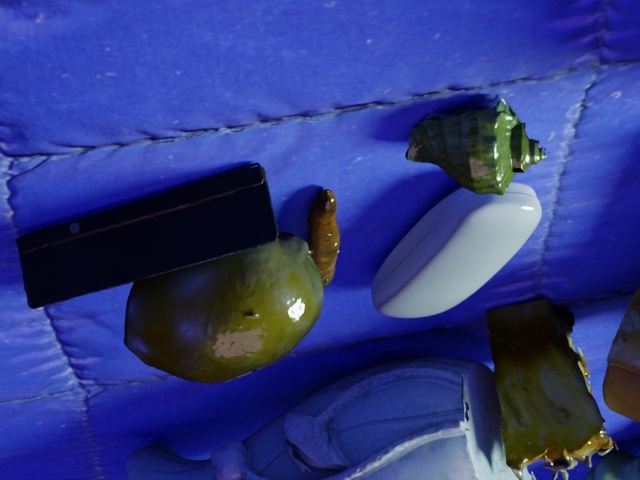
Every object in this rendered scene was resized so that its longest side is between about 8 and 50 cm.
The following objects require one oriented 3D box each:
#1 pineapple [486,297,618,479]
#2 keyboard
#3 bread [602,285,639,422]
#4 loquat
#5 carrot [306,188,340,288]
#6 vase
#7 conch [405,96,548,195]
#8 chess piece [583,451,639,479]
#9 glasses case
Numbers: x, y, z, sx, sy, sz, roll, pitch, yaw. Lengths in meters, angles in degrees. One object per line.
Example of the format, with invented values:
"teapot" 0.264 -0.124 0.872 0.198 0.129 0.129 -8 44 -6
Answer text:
"pineapple" 0.240 0.152 1.927 0.114 0.236 0.186 -16 115 8
"keyboard" -0.149 -0.001 1.541 0.231 0.072 0.023 -16 166 9
"bread" 0.347 0.116 1.902 0.073 0.149 0.122 20 174 22
"loquat" -0.090 0.057 1.600 0.195 0.152 0.152 -31 150 14
"carrot" 0.002 0.000 1.650 0.035 0.036 0.165 -6 152 -10
"vase" -0.002 0.273 1.998 0.445 0.250 0.250 -16 154 21
"conch" 0.134 -0.082 1.517 0.121 0.074 0.089 7 122 2
"chess piece" 0.499 0.291 2.350 0.176 0.176 0.298 13 133 -40
"glasses case" 0.125 0.011 1.690 0.092 0.059 0.233 3 152 -24
